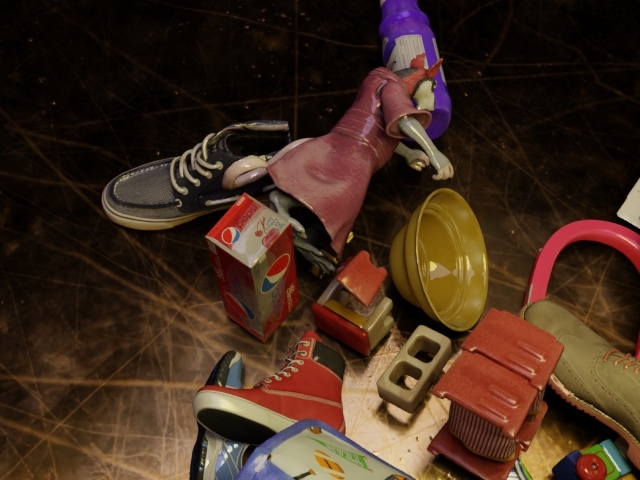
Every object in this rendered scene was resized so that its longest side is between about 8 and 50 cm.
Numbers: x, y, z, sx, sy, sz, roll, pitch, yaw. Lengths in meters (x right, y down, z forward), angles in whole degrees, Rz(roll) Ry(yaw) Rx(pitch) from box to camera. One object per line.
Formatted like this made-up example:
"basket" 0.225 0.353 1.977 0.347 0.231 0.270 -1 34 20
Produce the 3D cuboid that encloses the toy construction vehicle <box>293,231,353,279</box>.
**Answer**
"toy construction vehicle" 0.000 0.000 1.497 0.086 0.035 0.098 39 69 19

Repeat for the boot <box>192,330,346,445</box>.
"boot" -0.067 0.198 1.320 0.244 0.088 0.176 22 56 -31

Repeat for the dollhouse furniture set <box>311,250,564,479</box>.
"dollhouse furniture set" 0.130 0.160 1.282 0.374 0.201 0.152 28 61 24

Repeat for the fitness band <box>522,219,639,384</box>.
"fitness band" 0.420 0.104 1.431 0.208 0.054 0.291 17 65 6

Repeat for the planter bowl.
"planter bowl" 0.167 0.034 1.420 0.090 0.217 0.217 -11 56 36

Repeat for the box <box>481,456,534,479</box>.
"box" 0.282 0.371 1.284 0.054 0.059 0.169 -25 65 -11

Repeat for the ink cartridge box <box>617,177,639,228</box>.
"ink cartridge box" 0.559 -0.066 1.509 0.104 0.062 0.181 34 67 17

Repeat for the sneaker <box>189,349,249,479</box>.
"sneaker" -0.134 0.263 1.349 0.081 0.080 0.211 15 62 -16

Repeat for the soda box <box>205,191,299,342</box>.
"soda box" -0.093 0.045 1.345 0.083 0.263 0.092 33 67 17

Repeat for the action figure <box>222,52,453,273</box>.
"action figure" 0.051 -0.147 1.411 0.275 0.248 0.370 33 79 -6

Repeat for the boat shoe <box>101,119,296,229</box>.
"boat shoe" -0.191 -0.116 1.491 0.340 0.158 0.127 -10 62 -5

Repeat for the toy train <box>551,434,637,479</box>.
"toy train" 0.441 0.382 1.263 0.143 0.105 0.248 -21 63 -25

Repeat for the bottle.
"bottle" 0.157 -0.313 1.612 0.092 0.118 0.283 -5 63 -7

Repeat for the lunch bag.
"lunch bag" 0.055 0.389 1.096 0.327 0.385 0.239 31 67 17

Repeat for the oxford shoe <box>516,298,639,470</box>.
"oxford shoe" 0.421 0.187 1.269 0.123 0.130 0.348 -29 63 -38
